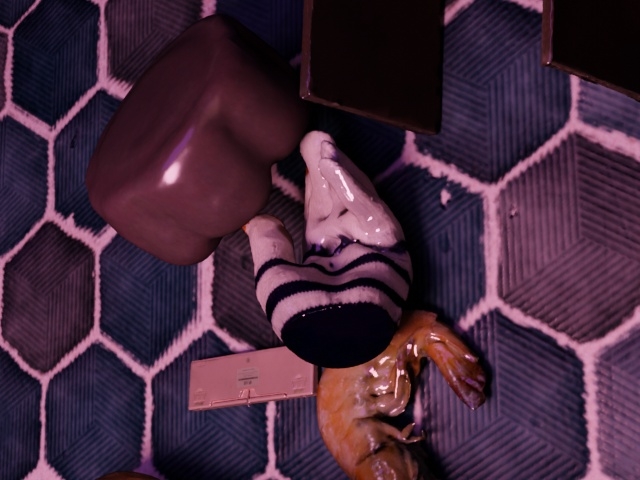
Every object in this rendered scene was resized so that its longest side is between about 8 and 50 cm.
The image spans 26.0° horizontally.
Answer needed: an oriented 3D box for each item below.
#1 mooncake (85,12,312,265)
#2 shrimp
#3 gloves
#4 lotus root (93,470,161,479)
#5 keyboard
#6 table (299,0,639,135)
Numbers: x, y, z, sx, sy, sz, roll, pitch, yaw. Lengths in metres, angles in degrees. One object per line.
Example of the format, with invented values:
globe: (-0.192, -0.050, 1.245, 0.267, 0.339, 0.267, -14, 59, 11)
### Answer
mooncake: (-0.118, -0.097, 1.326, 0.245, 0.133, 0.245, -46, 22, 24)
shrimp: (0.094, 0.184, 1.187, 0.169, 0.058, 0.296, -46, 52, 21)
gloves: (0.014, 0.006, 1.261, 0.140, 0.131, 0.218, -41, 27, 32)
lotus root: (-0.152, 0.316, 1.309, 0.284, 0.146, 0.160, 17, 107, 40)
keyboard: (-0.066, 0.137, 1.357, 0.166, 0.017, 0.055, -12, 68, 39)
table: (0.141, -0.248, 1.148, 0.251, 0.196, 0.282, -4, 81, 39)
